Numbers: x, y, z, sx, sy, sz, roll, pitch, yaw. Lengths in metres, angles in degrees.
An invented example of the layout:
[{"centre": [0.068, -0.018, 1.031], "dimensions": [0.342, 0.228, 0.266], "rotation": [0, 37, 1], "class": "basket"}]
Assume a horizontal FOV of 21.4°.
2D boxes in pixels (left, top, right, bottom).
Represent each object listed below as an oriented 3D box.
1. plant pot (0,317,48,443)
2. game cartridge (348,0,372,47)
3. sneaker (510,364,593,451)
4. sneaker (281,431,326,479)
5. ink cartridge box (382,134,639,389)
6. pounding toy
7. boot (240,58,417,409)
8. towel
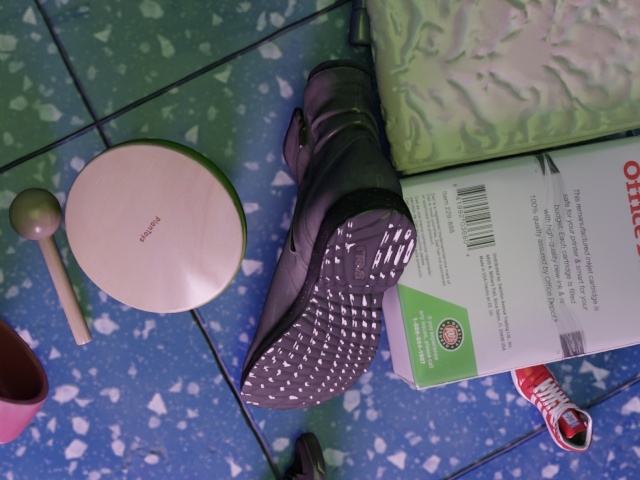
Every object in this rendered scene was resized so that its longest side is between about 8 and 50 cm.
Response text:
[{"centre": [-0.393, 0.156, 1.630], "dimensions": [0.201, 0.201, 0.180], "rotation": [38, 102, -7], "class": "plant pot"}, {"centre": [0.217, -0.295, 1.767], "dimensions": [0.355, 0.068, 0.230], "rotation": [6, 95, -8], "class": "game cartridge"}, {"centre": [0.245, 0.171, 1.775], "dimensions": [0.042, 0.067, 0.118], "rotation": [-35, 96, -6], "class": "sneaker"}, {"centre": [-0.039, 0.286, 1.744], "dimensions": [0.089, 0.051, 0.170], "rotation": [-5, 95, -13], "class": "sneaker"}, {"centre": [0.207, 0.019, 1.738], "dimensions": [0.289, 0.121, 0.211], "rotation": [-10, 93, -8], "class": "ink cartridge box"}, {"centre": [-0.175, -0.022, 1.707], "dimensions": [0.237, 0.110, 0.183], "rotation": [-22, 107, 22], "class": "pounding toy"}, {"centre": [0.000, 0.000, 1.696], "dimensions": [0.118, 0.338, 0.222], "rotation": [9, 45, -24], "class": "boot"}, {"centre": [0.197, -0.255, 1.711], "dimensions": [0.317, 0.053, 0.331], "rotation": [-11, 94, -9], "class": "towel"}]
